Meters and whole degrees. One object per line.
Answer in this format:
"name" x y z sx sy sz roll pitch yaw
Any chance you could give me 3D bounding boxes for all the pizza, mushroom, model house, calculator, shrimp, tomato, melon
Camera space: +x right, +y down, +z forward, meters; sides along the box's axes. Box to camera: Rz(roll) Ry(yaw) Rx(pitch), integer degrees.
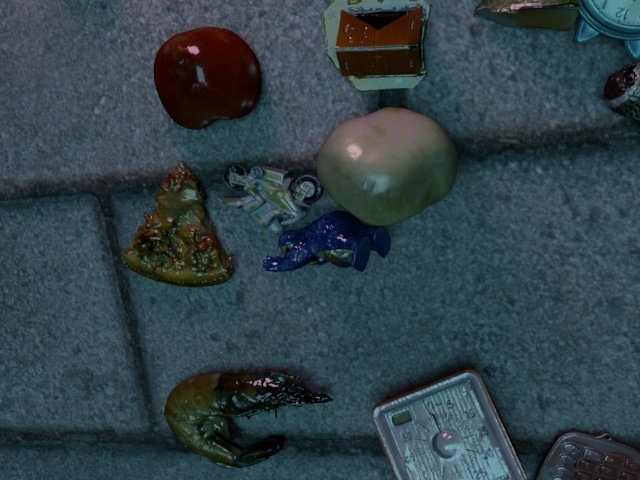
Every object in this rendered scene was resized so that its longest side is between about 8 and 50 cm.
"pizza" -0.297 -0.006 1.293 0.251 0.074 0.287 29 109 2
"mushroom" 0.126 -0.123 1.098 0.260 0.254 0.234 12 142 14
"model house" 0.093 -0.387 1.076 0.219 0.136 0.207 4 106 12
"calculator" 0.575 0.561 1.241 0.220 0.048 0.329 15 104 10
"shrimp" -0.170 0.430 1.363 0.445 0.085 0.272 -15 105 19
"tomato" -0.249 -0.336 1.165 0.233 0.139 0.200 -16 93 17
"melon" 0.387 -0.442 1.034 0.202 0.093 0.139 17 79 37

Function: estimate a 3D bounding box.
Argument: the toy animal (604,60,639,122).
"toy animal" 0.562 -0.252 1.028 0.098 0.098 0.137 -5 123 14

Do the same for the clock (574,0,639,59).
"clock" 0.543 -0.462 0.980 0.224 0.094 0.274 21 109 8

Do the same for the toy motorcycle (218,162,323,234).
"toy motorcycle" -0.109 -0.089 1.229 0.229 0.074 0.151 9 109 8

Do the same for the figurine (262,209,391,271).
"figurine" 0.009 -0.001 1.178 0.262 0.164 0.120 -3 97 27

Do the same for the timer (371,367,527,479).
"timer" 0.270 0.423 1.221 0.257 0.161 0.250 -27 88 18
